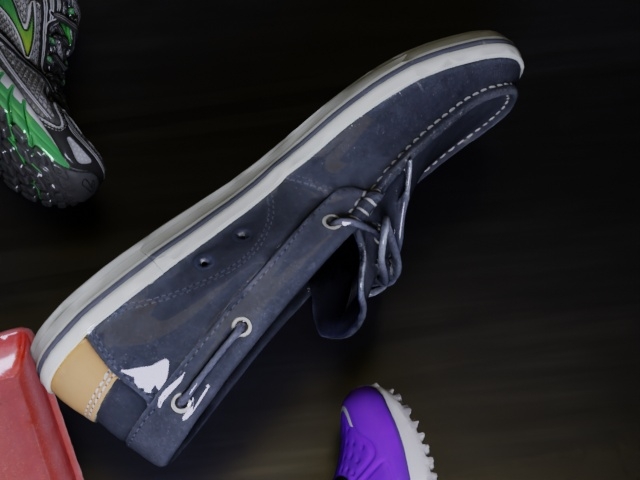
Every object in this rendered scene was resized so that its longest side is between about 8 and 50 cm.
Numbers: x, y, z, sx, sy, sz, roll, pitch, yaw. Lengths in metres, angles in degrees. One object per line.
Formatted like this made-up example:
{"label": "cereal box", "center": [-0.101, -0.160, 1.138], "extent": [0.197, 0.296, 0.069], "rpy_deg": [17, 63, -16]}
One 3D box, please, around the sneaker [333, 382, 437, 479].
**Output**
{"label": "sneaker", "center": [0.018, 0.245, 0.990], "extent": [0.146, 0.102, 0.293], "rpy_deg": [-5, 60, -6]}

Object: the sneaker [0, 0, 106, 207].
{"label": "sneaker", "center": [-0.275, -0.178, 1.205], "extent": [0.146, 0.134, 0.343], "rpy_deg": [-23, 63, -17]}

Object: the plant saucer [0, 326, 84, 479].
{"label": "plant saucer", "center": [-0.310, 0.207, 0.999], "extent": [0.259, 0.047, 0.258], "rpy_deg": [-17, 50, -14]}

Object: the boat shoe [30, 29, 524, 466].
{"label": "boat shoe", "center": [0.000, 0.000, 1.095], "extent": [0.500, 0.187, 0.156], "rpy_deg": [-38, 78, -23]}
